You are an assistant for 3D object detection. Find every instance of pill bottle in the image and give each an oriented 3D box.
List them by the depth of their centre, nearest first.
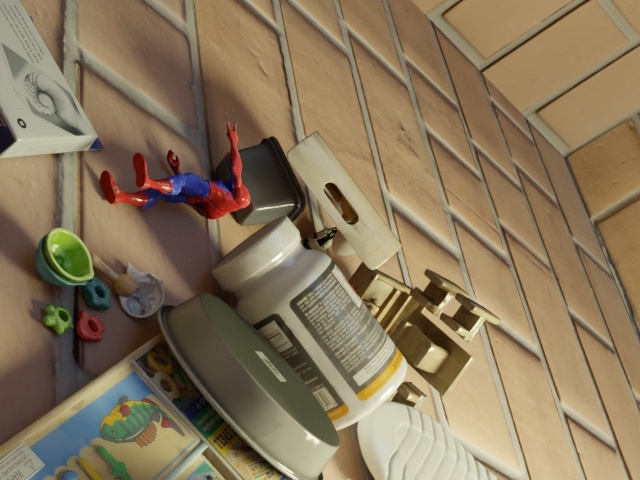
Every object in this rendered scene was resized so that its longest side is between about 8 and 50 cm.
[{"bbox_3d":[-0.018,0.113,1.555,0.278,0.162,0.162,54,24,-8],"label":"pill bottle"}]

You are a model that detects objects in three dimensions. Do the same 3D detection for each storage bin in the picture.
[{"bbox_3d":[-0.102,-0.083,1.747,0.091,0.098,0.135,-12,69,-36],"label":"storage bin"}]

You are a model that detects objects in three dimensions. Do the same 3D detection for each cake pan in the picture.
[{"bbox_3d":[-0.080,0.173,1.371,0.293,0.054,0.293,47,3,-4],"label":"cake pan"}]

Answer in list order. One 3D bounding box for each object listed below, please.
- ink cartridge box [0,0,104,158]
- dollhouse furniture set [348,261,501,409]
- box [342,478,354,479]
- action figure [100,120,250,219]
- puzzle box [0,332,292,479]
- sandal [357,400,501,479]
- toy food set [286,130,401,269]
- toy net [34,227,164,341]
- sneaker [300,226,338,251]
[{"bbox_3d":[-0.374,-0.211,1.419,0.223,0.045,0.224,59,23,6],"label":"ink cartridge box"},{"bbox_3d":[0.156,0.156,1.788,0.161,0.212,0.242,28,10,-46],"label":"dollhouse furniture set"},{"bbox_3d":[0.031,0.367,1.406,0.087,0.101,0.102,27,39,-50],"label":"box"},{"bbox_3d":[-0.191,-0.105,1.577,0.280,0.091,0.139,13,59,-58],"label":"action figure"},{"bbox_3d":[-0.173,0.267,1.147,0.272,0.052,0.409,48,23,1],"label":"puzzle box"},{"bbox_3d":[0.193,0.398,1.671,0.416,0.102,0.169,39,40,-18],"label":"sandal"},{"bbox_3d":[0.022,-0.059,1.801,0.219,0.092,0.306,53,1,-4],"label":"toy food set"},{"bbox_3d":[-0.245,0.060,1.329,0.232,0.045,0.122,15,47,-57],"label":"toy net"},{"bbox_3d":[0.000,0.000,1.882,0.040,0.044,0.109,57,25,-4],"label":"sneaker"}]
